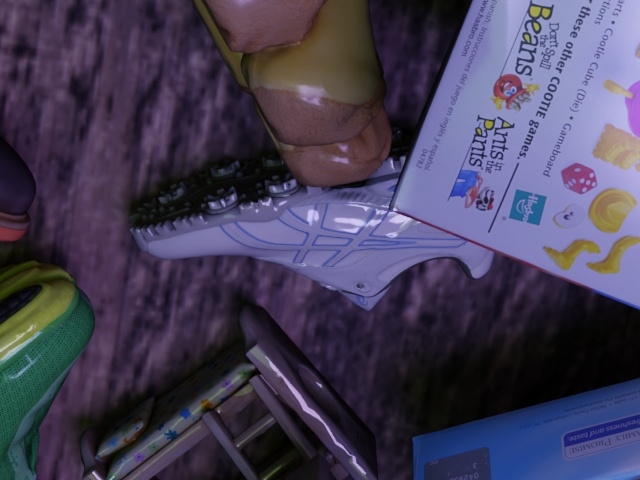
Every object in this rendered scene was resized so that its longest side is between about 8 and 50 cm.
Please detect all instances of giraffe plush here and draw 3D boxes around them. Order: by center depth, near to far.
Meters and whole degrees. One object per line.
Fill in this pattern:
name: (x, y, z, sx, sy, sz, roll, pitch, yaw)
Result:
giraffe plush: (0.015, -0.154, 0.732, 0.170, 0.181, 0.210, -29, 69, -1)

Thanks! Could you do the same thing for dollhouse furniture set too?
dollhouse furniture set: (-0.074, 0.138, 0.797, 0.182, 0.161, 0.101, -38, 102, 10)

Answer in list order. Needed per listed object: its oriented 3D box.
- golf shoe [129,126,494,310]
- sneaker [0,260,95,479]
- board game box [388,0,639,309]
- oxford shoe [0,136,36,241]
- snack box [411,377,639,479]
golf shoe: (0.000, 0.000, 0.808, 0.176, 0.069, 0.086, -10, 112, 5)
sneaker: (-0.174, 0.136, 0.838, 0.123, 0.109, 0.295, 24, 112, -15)
board game box: (0.184, -0.042, 0.633, 0.275, 0.142, 0.144, 22, 110, 1)
oxford shoe: (-0.219, -0.109, 0.766, 0.271, 0.097, 0.098, 43, 96, -10)
snack box: (0.183, 0.194, 0.797, 0.187, 0.060, 0.322, -17, 126, 15)
